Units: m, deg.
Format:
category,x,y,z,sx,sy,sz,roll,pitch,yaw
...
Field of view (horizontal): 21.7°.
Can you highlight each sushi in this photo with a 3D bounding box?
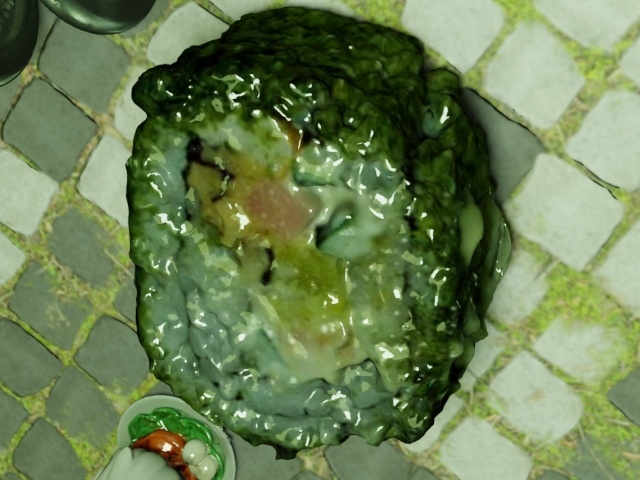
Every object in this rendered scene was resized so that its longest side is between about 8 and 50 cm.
category,x,y,z,sx,sy,sz,roll,pitch,yaw
sushi,0.000,0.000,1.367,0.294,0.178,0.351,9,118,19

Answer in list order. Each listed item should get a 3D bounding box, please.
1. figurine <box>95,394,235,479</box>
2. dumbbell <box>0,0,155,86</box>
category,x,y,z,sx,sy,sz,roll,pitch,yaw
figurine,-0.163,0.232,1.567,0.132,0.153,0.132,10,118,19
dumbbell,-0.247,-0.235,1.358,0.290,0.192,0.192,-17,106,29
